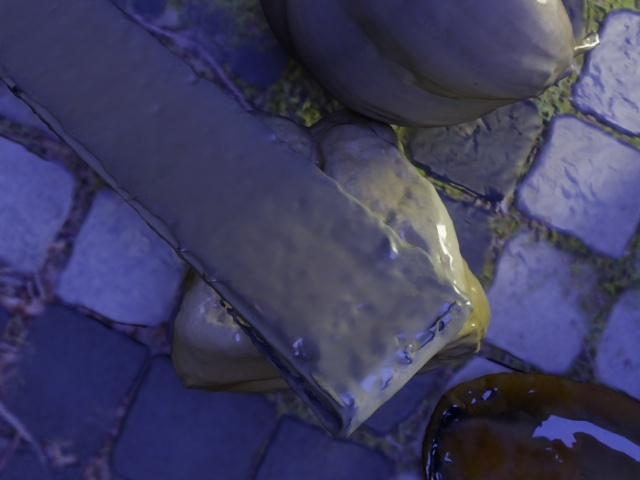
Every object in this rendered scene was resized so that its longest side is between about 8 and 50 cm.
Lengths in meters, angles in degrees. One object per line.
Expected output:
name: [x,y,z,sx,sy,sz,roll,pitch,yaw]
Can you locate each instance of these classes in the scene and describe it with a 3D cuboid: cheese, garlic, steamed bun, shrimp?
cheese: [-0.093,-0.064,0.457,0.085,0.034,0.400,-43,64,-9]
garlic: [0.045,-0.136,0.484,0.143,0.229,0.178,-39,111,15]
steamed bun: [0.000,0.000,0.493,0.172,0.141,0.155,-7,75,-3]
shrimp: [0.190,0.153,0.534,0.262,0.066,0.117,16,97,10]
